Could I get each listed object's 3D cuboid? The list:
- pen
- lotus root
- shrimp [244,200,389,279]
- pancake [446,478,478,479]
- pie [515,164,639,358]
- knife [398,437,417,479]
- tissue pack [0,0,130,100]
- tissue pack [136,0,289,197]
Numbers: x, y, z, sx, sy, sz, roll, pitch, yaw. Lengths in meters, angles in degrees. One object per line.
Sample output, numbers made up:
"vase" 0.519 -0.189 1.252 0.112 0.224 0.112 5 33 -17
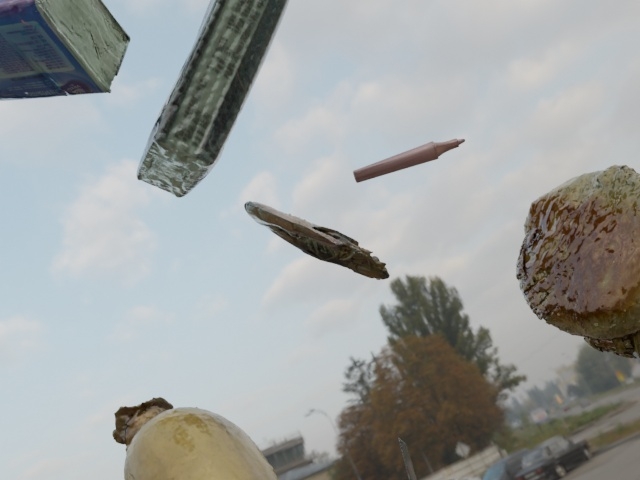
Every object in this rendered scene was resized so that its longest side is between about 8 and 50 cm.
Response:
"pen" 0.152 -0.141 1.207 0.197 0.032 0.053 -17 3 10
"lotus root" -0.105 0.256 0.689 0.131 0.303 0.146 -30 -48 -19
"shrimp" -0.001 0.002 1.058 0.251 0.052 0.143 21 -1 -10
"pancake" 0.132 0.284 0.427 0.049 0.294 0.294 -25 -14 -50
"pie" 0.245 0.014 0.623 0.079 0.163 0.193 6 5 -21
"knife" 0.211 0.551 1.516 0.019 0.245 0.072 -23 -37 13
"tissue pack" -0.484 -0.339 1.141 0.263 0.146 0.198 -1 -31 20
"tissue pack" -0.151 -0.230 1.000 0.103 0.315 0.228 25 -16 -17
